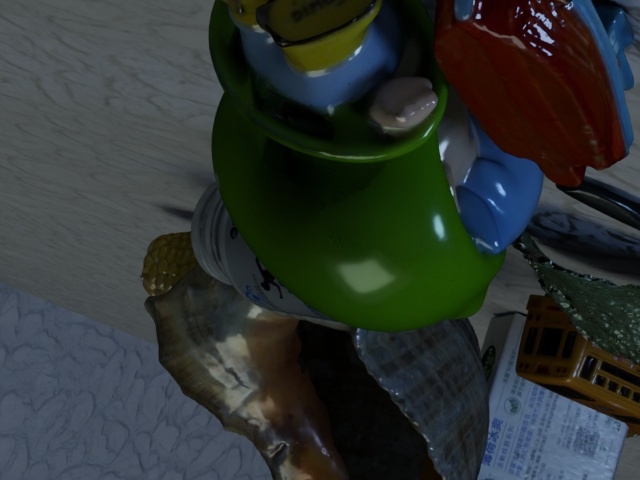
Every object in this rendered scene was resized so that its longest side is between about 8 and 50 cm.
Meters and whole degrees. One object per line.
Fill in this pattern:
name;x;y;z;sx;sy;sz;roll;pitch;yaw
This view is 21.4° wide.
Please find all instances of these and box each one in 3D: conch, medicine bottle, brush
conch;0.035;0.101;1.358;0.352;0.210;0.297;48;159;-12
medicine bottle;0.000;0.000;1.164;0.191;0.107;0.107;7;166;47
brush;0.227;0.000;1.025;0.193;0.016;0.063;21;170;-19

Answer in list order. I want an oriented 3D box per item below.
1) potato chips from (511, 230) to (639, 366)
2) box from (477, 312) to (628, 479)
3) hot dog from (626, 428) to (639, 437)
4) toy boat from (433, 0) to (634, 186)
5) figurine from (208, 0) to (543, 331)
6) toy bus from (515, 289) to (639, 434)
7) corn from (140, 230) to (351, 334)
potato chips;0.226;0.044;1.163;0.228;0.059;0.167;18;161;-1
box;0.202;0.181;1.557;0.139;0.194;0.073;20;171;-10
hot dog;0.268;0.156;1.695;0.147;0.065;0.099;20;180;-24
toy boat;0.088;-0.082;0.692;0.069;0.059;0.173;12;162;30
figurine;0.016;-0.051;0.785;0.162;0.143;0.263;38;170;27
toy bus;0.249;0.103;1.352;0.194;0.088;0.083;25;167;-33
corn;-0.030;0.055;1.553;0.291;0.101;0.101;14;170;15
